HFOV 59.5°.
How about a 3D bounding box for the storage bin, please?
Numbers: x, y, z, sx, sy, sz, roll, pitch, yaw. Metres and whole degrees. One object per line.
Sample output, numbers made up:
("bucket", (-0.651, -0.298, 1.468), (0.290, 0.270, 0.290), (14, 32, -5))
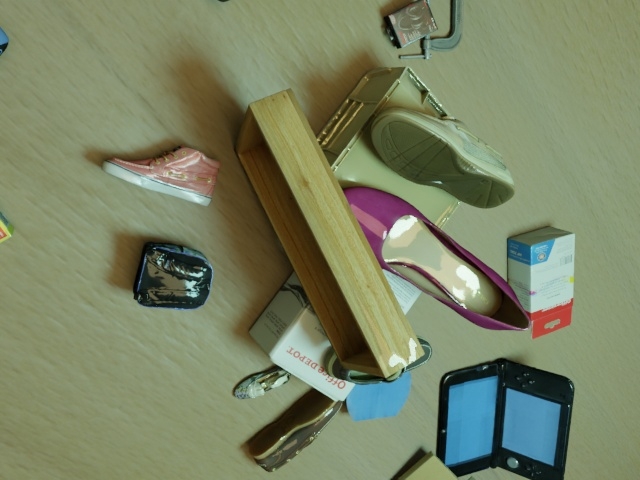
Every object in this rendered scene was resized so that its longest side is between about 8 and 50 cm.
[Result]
("storage bin", (0.130, -0.133, 1.020), (0.262, 0.123, 0.260), (39, 84, -29))

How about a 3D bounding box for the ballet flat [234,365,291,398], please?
("ballet flat", (-0.106, 0.271, 1.057), (0.115, 0.041, 0.041), (-22, 112, -19))

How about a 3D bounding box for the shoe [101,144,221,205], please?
("shoe", (-0.243, -0.116, 0.875), (0.178, 0.064, 0.081), (17, 94, -34))

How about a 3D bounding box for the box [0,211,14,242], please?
("box", (-0.549, 0.017, 0.757), (0.232, 0.058, 0.087), (-32, 115, -16))

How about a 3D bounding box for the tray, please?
("tray", (0.000, 0.000, 0.853), (0.076, 0.203, 0.410), (-27, 88, -17))

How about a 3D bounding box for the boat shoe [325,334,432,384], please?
("boat shoe", (0.119, 0.222, 1.008), (0.224, 0.073, 0.080), (-1, 107, -30))

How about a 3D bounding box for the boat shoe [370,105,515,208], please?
("boat shoe", (0.205, -0.151, 0.934), (0.303, 0.109, 0.098), (21, 54, -29))

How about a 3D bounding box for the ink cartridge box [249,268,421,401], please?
("ink cartridge box", (0.031, 0.130, 1.045), (0.197, 0.114, 0.272), (40, 84, -30))

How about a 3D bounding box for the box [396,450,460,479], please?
("box", (0.226, 0.599, 1.302), (0.201, 0.021, 0.164), (-40, 115, 0))

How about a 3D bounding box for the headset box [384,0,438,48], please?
("headset box", (0.158, -0.387, 1.004), (0.083, 0.032, 0.062), (-27, 108, -3))

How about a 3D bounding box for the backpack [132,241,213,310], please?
("backpack", (-0.237, 0.056, 0.908), (0.115, 0.084, 0.104), (12, 99, -24))

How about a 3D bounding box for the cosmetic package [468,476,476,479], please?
("cosmetic package", (0.393, 0.637, 1.362), (0.060, 0.115, 0.041), (-40, 116, -13))

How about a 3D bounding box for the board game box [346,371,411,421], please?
("board game box", (0.117, 0.307, 1.184), (0.169, 0.033, 0.133), (4, 97, -32))

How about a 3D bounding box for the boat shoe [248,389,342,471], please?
("boat shoe", (-0.040, 0.371, 1.102), (0.207, 0.073, 0.073), (-35, 118, -7))

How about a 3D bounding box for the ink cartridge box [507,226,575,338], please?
("ink cartridge box", (0.509, 0.097, 1.295), (0.134, 0.078, 0.230), (-14, 109, -22))

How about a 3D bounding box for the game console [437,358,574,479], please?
("game console", (0.426, 0.446, 1.302), (0.173, 0.250, 0.292), (-21, 115, -49))

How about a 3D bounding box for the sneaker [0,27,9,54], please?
("sneaker", (-0.486, -0.183, 0.727), (0.232, 0.081, 0.090), (-40, 120, -4))

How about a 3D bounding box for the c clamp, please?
("c clamp", (0.215, -0.416, 1.042), (0.137, 0.022, 0.160), (-4, 106, -25))

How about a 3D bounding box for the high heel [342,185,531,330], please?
("high heel", (0.191, 0.030, 0.919), (0.377, 0.181, 0.127), (29, 90, -30))
